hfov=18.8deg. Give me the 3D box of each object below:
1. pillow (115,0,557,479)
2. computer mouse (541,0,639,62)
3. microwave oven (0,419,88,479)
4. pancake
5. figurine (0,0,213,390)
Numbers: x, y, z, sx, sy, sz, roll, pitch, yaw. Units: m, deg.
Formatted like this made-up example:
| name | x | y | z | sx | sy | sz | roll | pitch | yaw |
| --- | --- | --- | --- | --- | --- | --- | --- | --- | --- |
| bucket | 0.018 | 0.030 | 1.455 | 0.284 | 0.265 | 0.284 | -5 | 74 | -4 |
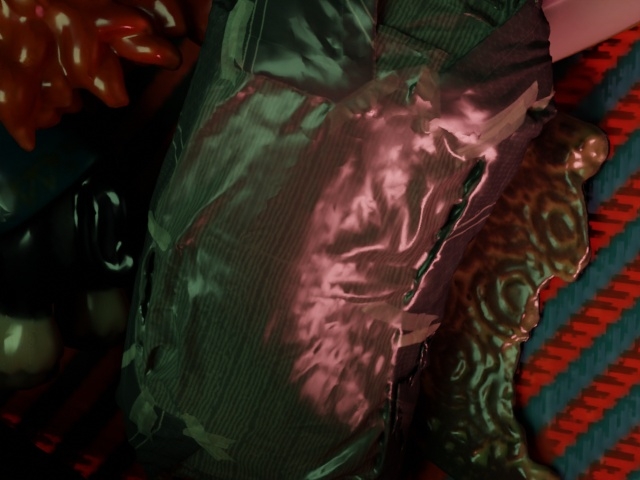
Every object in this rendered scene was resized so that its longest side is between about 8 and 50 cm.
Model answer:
| name | x | y | z | sx | sy | sz | roll | pitch | yaw |
| --- | --- | --- | --- | --- | --- | --- | --- | --- | --- |
| pillow | 0.000 | 0.000 | 0.906 | 0.161 | 0.092 | 0.335 | 18 | 118 | -1 |
| computer mouse | 0.112 | -0.153 | 0.868 | 0.245 | 0.056 | 0.126 | -26 | 81 | 41 |
| microwave oven | -0.182 | 0.243 | 0.926 | 0.432 | 0.374 | 0.236 | 27 | 89 | 35 |
| pancake | 0.087 | 0.025 | 0.932 | 0.184 | 0.020 | 0.190 | 54 | 124 | 21 |
| figurine | -0.185 | -0.117 | 1.012 | 0.306 | 0.241 | 0.412 | 52 | 139 | 28 |
